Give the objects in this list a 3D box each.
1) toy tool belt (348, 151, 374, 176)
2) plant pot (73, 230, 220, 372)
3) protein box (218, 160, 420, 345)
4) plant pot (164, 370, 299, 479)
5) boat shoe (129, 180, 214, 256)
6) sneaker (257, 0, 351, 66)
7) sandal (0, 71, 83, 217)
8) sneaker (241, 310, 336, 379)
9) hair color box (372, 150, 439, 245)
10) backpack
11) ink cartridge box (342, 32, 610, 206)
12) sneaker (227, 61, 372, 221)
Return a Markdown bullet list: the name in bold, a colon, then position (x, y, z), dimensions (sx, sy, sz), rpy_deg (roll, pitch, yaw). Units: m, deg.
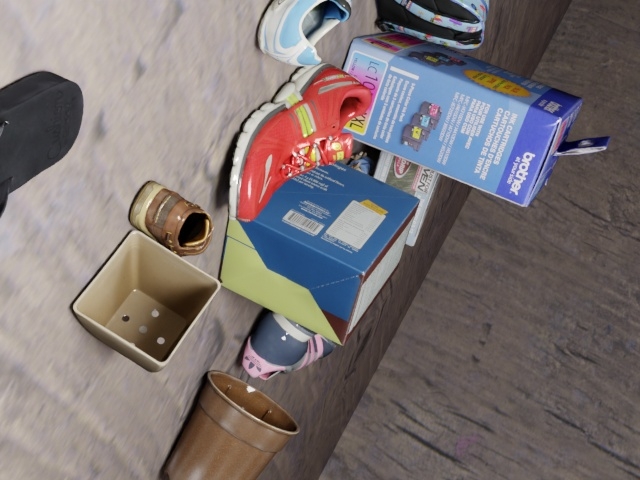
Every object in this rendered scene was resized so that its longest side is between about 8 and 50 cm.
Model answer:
- **toy tool belt**: position (0.074, -0.132, 1.652), dimensions (0.083, 0.052, 0.051), rpy_deg (-47, 166, -54)
- **plant pot**: position (-0.182, 0.077, 0.968), dimensions (0.109, 0.109, 0.096), rpy_deg (-57, 176, -30)
- **protein box**: position (0.000, 0.000, 1.289), dimensions (0.201, 0.199, 0.136), rpy_deg (-49, 159, -49)
- **plant pot**: position (-0.145, 0.313, 1.423), dimensions (0.165, 0.167, 0.167), rpy_deg (-57, 167, 3)
- **boat shoe**: position (-0.149, -0.011, 1.011), dimensions (0.064, 0.060, 0.178), rpy_deg (-63, 166, -7)
- **sneaker**: position (0.014, -0.300, 1.058), dimensions (0.237, 0.086, 0.085), rpy_deg (-63, 165, -11)
- **sandal**: position (-0.239, -0.041, 0.631), dimensions (0.254, 0.054, 0.097), rpy_deg (-52, 161, -43)
- **sneaker**: position (-0.062, 0.186, 1.643), dimensions (0.131, 0.112, 0.319), rpy_deg (-47, 163, 0)
- **hair color box**: position (0.185, -0.166, 1.760), dimensions (0.374, 0.113, 0.185), rpy_deg (-61, 170, -58)
- **backpack**: position (0.173, -0.359, 1.358), dimensions (0.117, 0.173, 0.158), rpy_deg (-62, 165, -12)
- **ink cartridge box**: position (0.245, -0.190, 1.453), dimensions (0.270, 0.395, 0.151), rpy_deg (-36, 149, -64)
- **sneaker**: position (-0.021, -0.125, 1.165), dimensions (0.279, 0.118, 0.107), rpy_deg (-56, 163, -32)
